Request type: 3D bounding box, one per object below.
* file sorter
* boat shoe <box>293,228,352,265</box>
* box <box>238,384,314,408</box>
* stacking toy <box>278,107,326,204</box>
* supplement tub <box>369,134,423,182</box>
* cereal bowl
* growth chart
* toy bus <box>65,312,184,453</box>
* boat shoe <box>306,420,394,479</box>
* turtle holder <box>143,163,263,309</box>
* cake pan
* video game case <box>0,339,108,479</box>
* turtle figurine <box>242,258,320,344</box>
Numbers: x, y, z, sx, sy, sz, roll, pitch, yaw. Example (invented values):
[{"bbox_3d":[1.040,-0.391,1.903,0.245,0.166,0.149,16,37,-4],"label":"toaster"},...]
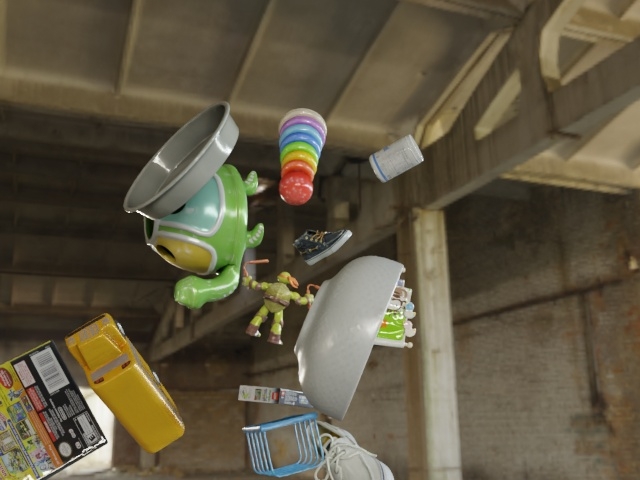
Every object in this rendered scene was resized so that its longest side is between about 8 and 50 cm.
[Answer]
[{"bbox_3d":[-0.075,0.417,1.468,0.118,0.105,0.170,-10,-12,-20],"label":"file sorter"},{"bbox_3d":[0.000,0.000,1.938,0.183,0.083,0.065,-34,11,42],"label":"boat shoe"},{"bbox_3d":[-0.092,0.376,1.723,0.114,0.036,0.207,-2,-16,29],"label":"box"},{"bbox_3d":[-0.055,-0.220,1.960,0.141,0.330,0.141,1,-49,1],"label":"stacking toy"},{"bbox_3d":[0.170,-0.184,1.622,0.107,0.071,0.071,-29,-23,15],"label":"supplement tub"},{"bbox_3d":[0.043,0.178,1.444,0.141,0.339,0.339,23,-14,6],"label":"cereal bowl"},{"bbox_3d":[0.177,0.179,1.984,0.171,0.237,0.021,-1,-13,-4],"label":"growth chart"},{"bbox_3d":[-0.418,0.313,1.558,0.108,0.130,0.333,-30,-48,-10],"label":"toy bus"},{"bbox_3d":[0.049,0.546,1.806,0.156,0.136,0.367,35,0,-23],"label":"boat shoe"},{"bbox_3d":[-0.277,-0.019,1.627,0.227,0.321,0.243,3,5,-27],"label":"turtle holder"},{"bbox_3d":[-0.271,-0.153,1.428,0.293,0.293,0.054,-17,-52,45],"label":"cake pan"},{"bbox_3d":[-0.652,0.398,1.604,0.248,0.275,0.035,-28,-10,-27],"label":"video game case"},{"bbox_3d":[-0.115,0.182,2.049,0.269,0.217,0.087,19,-2,-4],"label":"turtle figurine"}]
